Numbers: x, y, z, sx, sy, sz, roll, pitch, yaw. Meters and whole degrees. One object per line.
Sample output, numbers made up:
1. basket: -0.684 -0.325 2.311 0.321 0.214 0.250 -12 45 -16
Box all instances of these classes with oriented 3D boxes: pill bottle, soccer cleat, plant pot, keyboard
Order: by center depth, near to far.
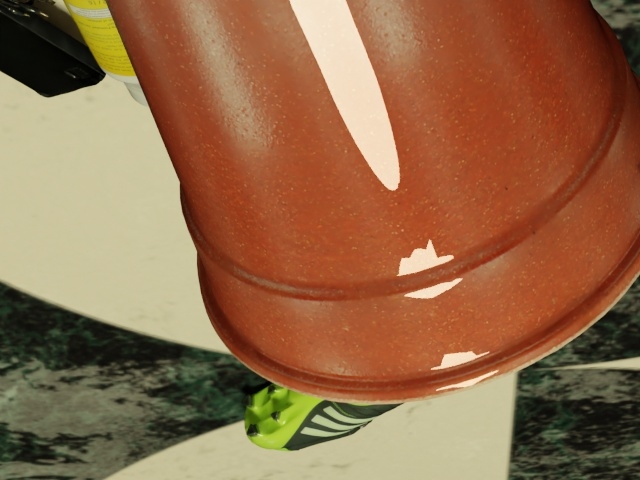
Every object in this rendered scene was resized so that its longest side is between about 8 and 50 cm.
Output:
1. plant pot: 0.018 -0.107 0.929 0.272 0.272 0.265 -14 134 13
2. pill bottle: -0.103 -0.127 1.030 0.065 0.065 0.116 -12 142 10
3. keyboard: -0.194 -0.142 1.041 0.100 0.038 0.192 -7 152 45
4. soccer cleat: 0.021 0.113 1.375 0.179 0.060 0.072 -25 148 35
